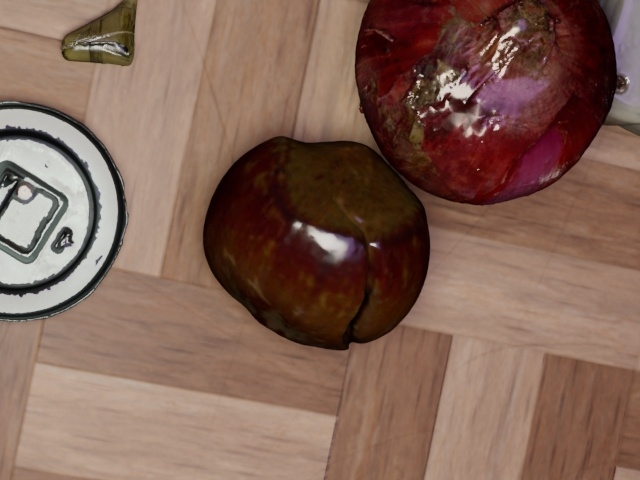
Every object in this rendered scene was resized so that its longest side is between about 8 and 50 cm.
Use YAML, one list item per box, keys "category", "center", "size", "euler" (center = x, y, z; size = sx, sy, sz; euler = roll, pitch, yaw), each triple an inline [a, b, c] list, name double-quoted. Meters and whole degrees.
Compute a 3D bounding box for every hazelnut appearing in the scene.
- category: "hazelnut"
  center: [0.000, 0.000, 1.842]
  size: [0.234, 0.218, 0.218]
  euler: [32, 84, 6]

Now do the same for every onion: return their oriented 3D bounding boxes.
- category: "onion"
  center: [0.168, -0.172, 1.818]
  size: [0.276, 0.276, 0.276]
  euler: [-1, 93, -14]

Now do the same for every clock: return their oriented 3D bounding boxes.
- category: "clock"
  center: [-0.312, -0.029, 1.825]
  size: [0.226, 0.049, 0.226]
  euler: [-1, 94, -15]

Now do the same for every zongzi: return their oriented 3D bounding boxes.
- category: "zongzi"
  center: [-0.228, -0.224, 1.845]
  size: [0.076, 0.040, 0.083]
  euler: [4, 80, -8]

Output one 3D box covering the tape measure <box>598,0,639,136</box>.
- category: "tape measure"
  center: [0.392, -0.238, 1.955]
  size: [0.265, 0.130, 0.258]
  euler: [17, 86, -15]
